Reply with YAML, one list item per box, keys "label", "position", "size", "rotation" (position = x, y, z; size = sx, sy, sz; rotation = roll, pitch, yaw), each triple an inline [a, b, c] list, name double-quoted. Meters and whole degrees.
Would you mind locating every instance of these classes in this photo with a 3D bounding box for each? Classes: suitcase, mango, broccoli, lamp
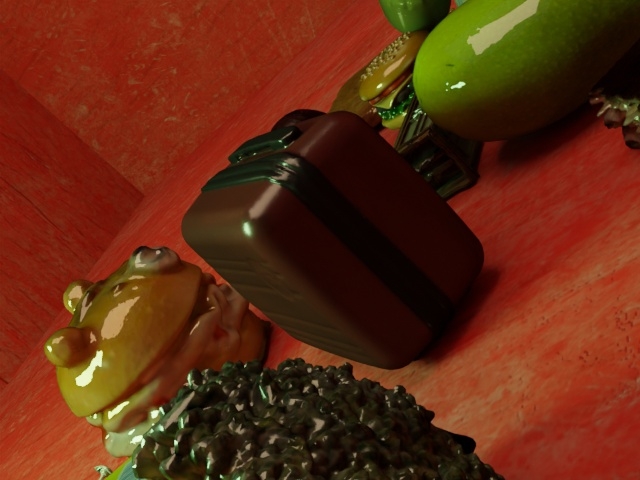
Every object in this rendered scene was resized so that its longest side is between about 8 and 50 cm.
- label: "suitcase"
  position: [0.000, 0.000, 0.889]
  size: [0.161, 0.236, 0.297]
  rotation: [-50, 16, -13]
- label: "mango"
  position: [0.251, -0.222, 0.924]
  size: [0.343, 0.156, 0.192]
  rotation: [-31, 30, 29]
- label: "broccoli"
  position: [0.008, 0.206, 0.535]
  size: [0.247, 0.263, 0.243]
  rotation: [0, -68, -67]
- label: "lamp"
  position: [0.165, -0.171, 1.149]
  size: [0.089, 0.090, 0.325]
  rotation: [-35, 20, 36]

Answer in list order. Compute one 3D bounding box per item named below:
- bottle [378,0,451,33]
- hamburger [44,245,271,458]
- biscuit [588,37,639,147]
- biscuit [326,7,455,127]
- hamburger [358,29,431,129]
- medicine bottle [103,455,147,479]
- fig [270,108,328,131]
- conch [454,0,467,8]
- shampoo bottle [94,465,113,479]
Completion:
- label: "bottle"
  position: [0.149, -0.380, 1.386]
  size: [0.112, 0.112, 0.260]
  rotation: [-46, -12, 5]
- label: "hamburger"
  position: [-0.228, 0.137, 1.168]
  size: [0.276, 0.237, 0.276]
  rotation: [-42, 19, 18]
- label: "biscuit"
  position: [0.338, -0.174, 0.734]
  size: [0.252, 0.070, 0.106]
  rotation: [-46, 15, 2]
- label: "biscuit"
  position: [0.115, -0.277, 1.604]
  size: [0.376, 0.051, 0.269]
  rotation: [-37, 21, 24]
- label: "hamburger"
  position: [0.137, -0.249, 1.363]
  size: [0.162, 0.115, 0.162]
  rotation: [-41, 15, 14]
- label: "medicine bottle"
  position: [-0.156, 0.287, 0.781]
  size: [0.250, 0.137, 0.141]
  rotation: [-41, 18, 22]
- label: "fig"
  position: [-0.010, -0.143, 1.419]
  size: [0.202, 0.149, 0.148]
  rotation: [-35, 36, 63]
- label: "conch"
  position: [0.294, -0.429, 1.236]
  size: [0.303, 0.215, 0.319]
  rotation: [-63, 19, -17]
- label: "shampoo bottle"
  position: [-0.324, 0.371, 1.194]
  size: [0.077, 0.045, 0.152]
  rotation: [-30, 22, 47]
